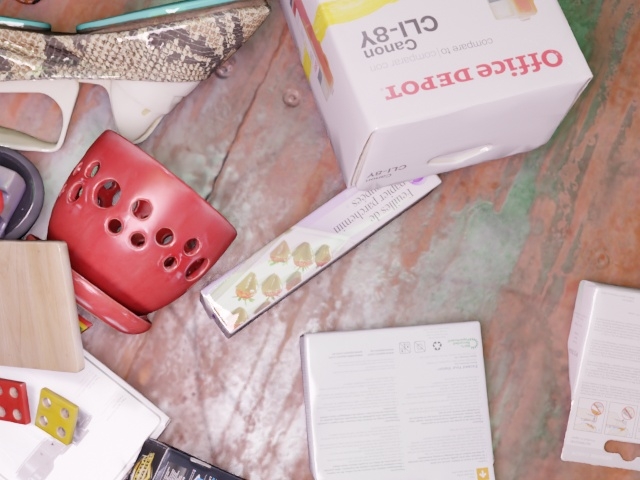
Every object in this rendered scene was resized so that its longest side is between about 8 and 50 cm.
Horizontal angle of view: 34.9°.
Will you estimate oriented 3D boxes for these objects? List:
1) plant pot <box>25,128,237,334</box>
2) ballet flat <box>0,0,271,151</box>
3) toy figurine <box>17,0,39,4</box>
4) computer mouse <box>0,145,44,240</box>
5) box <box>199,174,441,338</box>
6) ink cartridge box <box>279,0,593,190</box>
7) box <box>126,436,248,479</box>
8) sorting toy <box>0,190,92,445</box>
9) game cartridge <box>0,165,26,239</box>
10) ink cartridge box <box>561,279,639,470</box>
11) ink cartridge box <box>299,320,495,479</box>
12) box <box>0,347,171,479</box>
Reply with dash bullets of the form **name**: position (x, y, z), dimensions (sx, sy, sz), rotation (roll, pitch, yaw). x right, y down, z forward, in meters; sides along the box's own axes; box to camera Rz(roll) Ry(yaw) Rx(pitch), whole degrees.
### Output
- **plant pot**: position (-0.215, 0.000, 1.138), dimensions (0.191, 0.191, 0.174), rotation (36, 84, -1)
- **ballet flat**: position (-0.296, -0.196, 1.194), dimensions (0.482, 0.164, 0.182), rotation (-3, 101, -5)
- **toy figurine**: position (-0.312, -0.396, 1.220), dimensions (0.213, 0.148, 0.209), rotation (-20, 86, -15)
- **computer mouse**: position (-0.444, -0.045, 1.171), dimensions (0.272, 0.072, 0.188), rotation (-3, 82, 2)
- **box**: position (0.000, 0.000, 1.236), dimensions (0.324, 0.067, 0.063), rotation (-35, 86, -13)
- **ink cartridge box**: position (0.113, -0.286, 1.227), dimensions (0.279, 0.160, 0.385), rotation (-15, 71, -13)
- **box**: position (-0.158, 0.348, 1.105), dimensions (0.175, 0.051, 0.220), rotation (33, 73, -36)
- **sorting toy**: position (-0.291, 0.070, 1.041), dimensions (0.132, 0.046, 0.274), rotation (1, 103, 29)
- **game cartridge**: position (-0.492, 0.049, 1.070), dimensions (0.230, 0.068, 0.355), rotation (20, 73, 11)
- **ink cartridge box**: position (0.400, 0.174, 1.289), dimensions (0.181, 0.056, 0.225), rotation (10, 96, -8)
- **ink cartridge box**: position (0.093, 0.215, 1.219), dimensions (0.223, 0.045, 0.224), rotation (-3, 81, -10)
- **box**: position (-0.329, 0.176, 1.133), dimensions (0.290, 0.087, 0.169), rotation (38, 75, -1)
